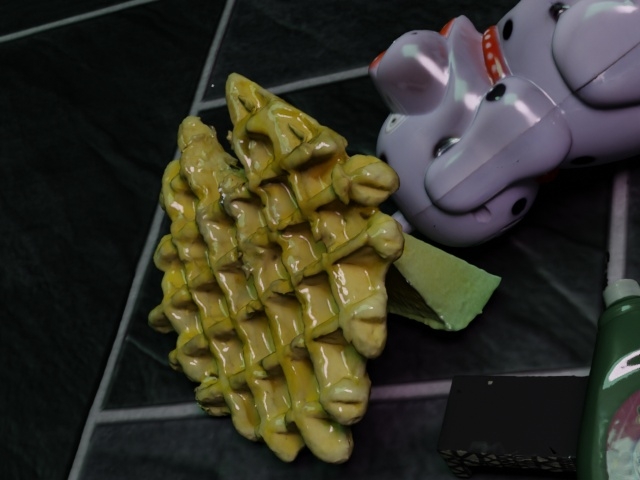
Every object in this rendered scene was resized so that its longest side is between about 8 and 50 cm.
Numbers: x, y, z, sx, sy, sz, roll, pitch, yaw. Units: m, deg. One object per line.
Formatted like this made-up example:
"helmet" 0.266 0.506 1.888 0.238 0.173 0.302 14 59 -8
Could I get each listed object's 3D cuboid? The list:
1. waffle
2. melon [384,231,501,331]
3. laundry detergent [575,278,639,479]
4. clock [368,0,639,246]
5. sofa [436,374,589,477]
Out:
"waffle" -0.041 0.021 0.858 0.056 0.250 0.261 -9 30 -40
"melon" 0.000 -0.001 0.901 0.261 0.114 0.053 21 79 38
"laundry detergent" 0.204 0.112 0.674 0.137 0.063 0.211 -13 55 6
"clock" 0.143 -0.097 0.868 0.254 0.189 0.189 -34 42 14
"sofa" 0.135 0.116 0.762 0.118 0.039 0.060 -4 49 31
